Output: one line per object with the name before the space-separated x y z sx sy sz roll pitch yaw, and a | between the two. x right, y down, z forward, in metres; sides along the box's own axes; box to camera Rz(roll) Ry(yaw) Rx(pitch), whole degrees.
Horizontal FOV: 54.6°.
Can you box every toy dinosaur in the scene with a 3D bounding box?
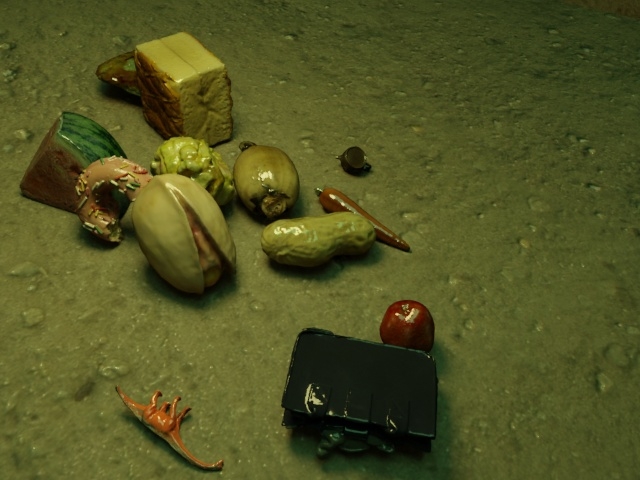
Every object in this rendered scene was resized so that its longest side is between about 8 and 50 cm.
toy dinosaur | -0.313 0.382 1.299 0.280 0.055 0.101 23 57 13

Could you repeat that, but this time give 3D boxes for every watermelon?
watermelon | -0.669 -0.181 1.708 0.292 0.283 0.250 -45 46 -9

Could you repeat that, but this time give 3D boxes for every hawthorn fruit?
hawthorn fruit | 0.205 0.204 1.468 0.133 0.137 0.132 0 32 0

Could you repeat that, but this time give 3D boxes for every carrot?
carrot | 0.113 -0.061 1.778 0.336 0.069 0.069 36 52 17

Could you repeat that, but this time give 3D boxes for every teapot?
teapot | 0.105 -0.247 1.948 0.121 0.068 0.076 20 68 -17

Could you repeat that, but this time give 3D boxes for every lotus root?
lotus root | -0.167 -0.196 1.801 0.183 0.182 0.309 -10 42 -16

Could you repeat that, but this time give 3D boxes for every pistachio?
pistachio | -0.337 -0.021 1.543 0.230 0.230 0.308 -33 98 -32

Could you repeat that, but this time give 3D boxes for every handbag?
handbag | 0.085 0.342 1.342 0.326 0.118 0.269 10 39 4

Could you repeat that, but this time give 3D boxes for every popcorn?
popcorn | -0.362 -0.172 1.711 0.212 0.259 0.259 -38 49 15

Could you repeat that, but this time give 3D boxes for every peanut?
peanut | 0.000 0.000 1.651 0.319 0.147 0.147 -5 47 -18

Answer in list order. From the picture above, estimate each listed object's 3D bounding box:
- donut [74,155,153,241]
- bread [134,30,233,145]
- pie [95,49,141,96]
donut | -0.542 -0.113 1.607 0.199 0.233 0.085 45 18 -11
bread | -0.426 -0.459 1.937 0.207 0.279 0.279 -27 55 -28
pie | -0.595 -0.586 2.137 0.289 0.102 0.355 27 42 30
